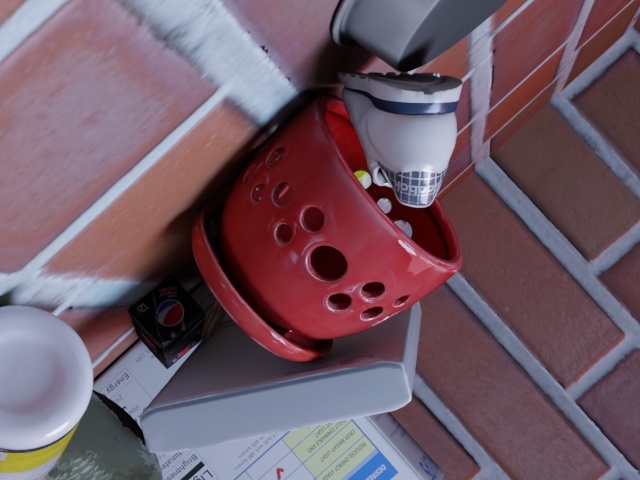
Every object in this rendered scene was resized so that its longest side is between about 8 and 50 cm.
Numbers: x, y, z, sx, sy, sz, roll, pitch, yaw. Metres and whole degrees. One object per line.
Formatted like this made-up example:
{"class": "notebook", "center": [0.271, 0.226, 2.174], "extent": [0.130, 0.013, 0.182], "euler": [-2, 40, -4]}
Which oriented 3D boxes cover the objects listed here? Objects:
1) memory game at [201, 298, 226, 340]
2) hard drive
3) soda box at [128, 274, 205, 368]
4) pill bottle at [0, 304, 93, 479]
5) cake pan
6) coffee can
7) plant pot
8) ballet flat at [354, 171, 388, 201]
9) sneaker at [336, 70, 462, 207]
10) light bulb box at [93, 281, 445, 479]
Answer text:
{"class": "memory game", "center": [-0.075, 0.019, 1.419], "extent": [0.186, 0.012, 0.186], "euler": [-62, 179, -1]}
{"class": "hard drive", "center": [-0.023, 0.115, 1.352], "extent": [0.233, 0.047, 0.353], "euler": [-12, -172, 7]}
{"class": "soda box", "center": [-0.157, 0.087, 1.450], "extent": [0.060, 0.053, 0.169], "euler": [-41, 174, -11]}
{"class": "pill bottle", "center": [-0.229, 0.124, 1.015], "extent": [0.103, 0.103, 0.184], "euler": [-38, 173, -29]}
{"class": "cake pan", "center": [0.133, -0.232, 1.038], "extent": [0.293, 0.054, 0.293], "euler": [-42, 174, -6]}
{"class": "coffee can", "center": [-0.277, 0.270, 1.273], "extent": [0.201, 0.201, 0.275], "euler": [-37, 173, -36]}
{"class": "plant pot", "center": [0.000, 0.000, 1.194], "extent": [0.174, 0.191, 0.191], "euler": [-41, 175, 17]}
{"class": "ballet flat", "center": [0.040, -0.063, 1.520], "extent": [0.077, 0.077, 0.231], "euler": [-37, 173, -43]}
{"class": "sneaker", "center": [0.060, -0.089, 1.124], "extent": [0.090, 0.095, 0.235], "euler": [-2, -169, -1]}
{"class": "light bulb box", "center": [-0.100, 0.271, 1.648], "extent": [0.358, 0.361, 0.225], "euler": [-42, 174, 4]}
